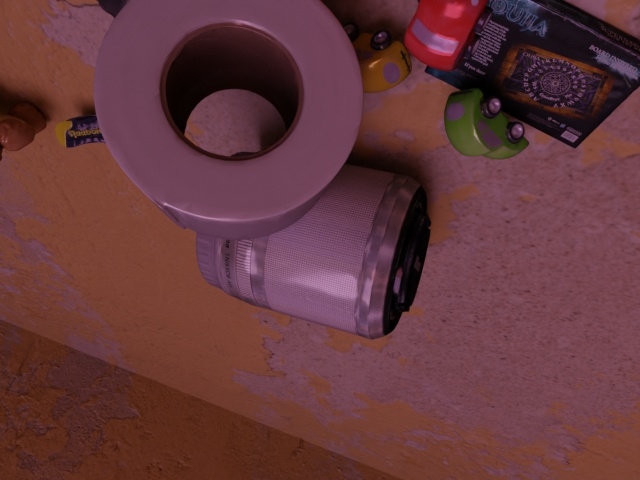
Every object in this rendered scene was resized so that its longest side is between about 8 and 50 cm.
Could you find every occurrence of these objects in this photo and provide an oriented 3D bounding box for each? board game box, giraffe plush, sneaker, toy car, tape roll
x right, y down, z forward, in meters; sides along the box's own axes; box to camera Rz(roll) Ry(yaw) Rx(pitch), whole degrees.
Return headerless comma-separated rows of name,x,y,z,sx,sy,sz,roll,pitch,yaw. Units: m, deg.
board game box,0.214,-0.178,0.576,0.186,0.026,0.126,27,147,-2
giraffe plush,-0.576,-0.217,0.940,0.210,0.181,0.170,38,159,59
sneaker,-0.342,-0.179,0.915,0.144,0.059,0.053,1,111,7
toy car,0.123,-0.146,0.580,0.225,0.053,0.239,37,171,-24
tape roll,-0.089,-0.128,0.599,0.246,0.246,0.169,27,172,-4

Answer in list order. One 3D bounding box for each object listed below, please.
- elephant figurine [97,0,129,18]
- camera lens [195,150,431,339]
elephant figurine,-0.210,-0.290,0.546,0.169,0.186,0.239,51,134,7
camera lens,0.000,0.000,0.786,0.274,0.219,0.219,14,145,17
